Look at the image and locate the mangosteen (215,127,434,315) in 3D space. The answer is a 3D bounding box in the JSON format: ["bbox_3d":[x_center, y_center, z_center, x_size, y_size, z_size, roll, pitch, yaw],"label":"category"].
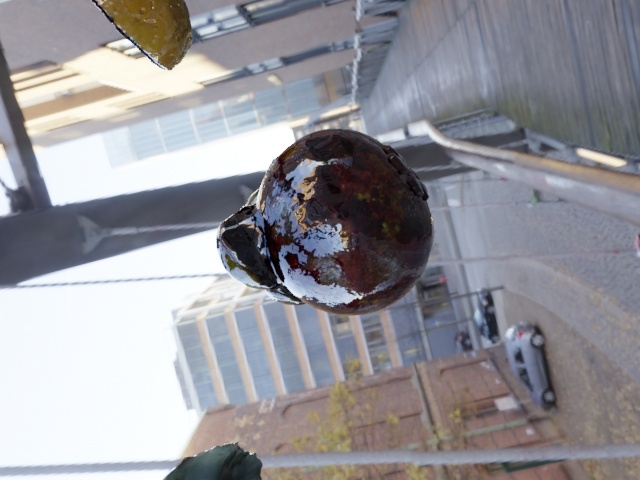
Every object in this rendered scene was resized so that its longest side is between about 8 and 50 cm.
[{"bbox_3d":[0.006,-0.007,0.569,0.173,0.184,0.172,63,177,6],"label":"mangosteen"}]

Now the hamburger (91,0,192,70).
[{"bbox_3d":[-0.214,-0.293,0.815,0.176,0.102,0.087,42,-158,-40],"label":"hamburger"}]

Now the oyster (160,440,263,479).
[{"bbox_3d":[-0.110,0.289,0.414,0.162,0.351,0.158,25,179,-38],"label":"oyster"}]
